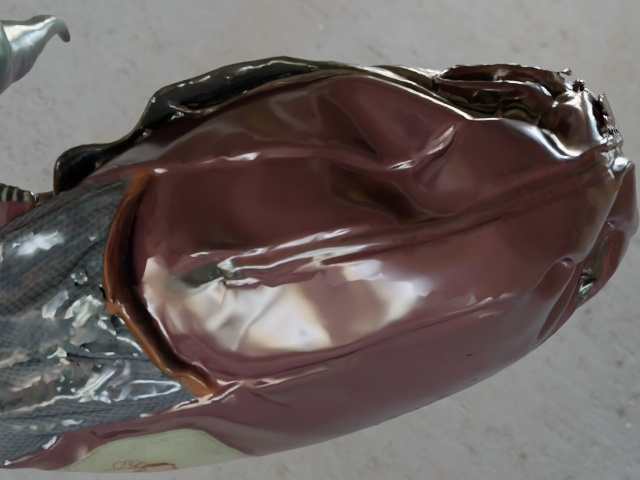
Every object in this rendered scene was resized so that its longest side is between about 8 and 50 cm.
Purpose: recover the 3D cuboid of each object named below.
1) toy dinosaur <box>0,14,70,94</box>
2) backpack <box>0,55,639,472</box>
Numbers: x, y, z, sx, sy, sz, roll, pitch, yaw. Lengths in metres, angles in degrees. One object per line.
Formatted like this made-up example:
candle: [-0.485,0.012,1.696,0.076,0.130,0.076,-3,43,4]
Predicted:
toy dinosaur: [-0.261,-0.092,0.614,0.383,0.129,0.330,26,37,-53]
backpack: [0.000,0.000,0.517,0.283,0.317,0.197,-16,86,-66]
